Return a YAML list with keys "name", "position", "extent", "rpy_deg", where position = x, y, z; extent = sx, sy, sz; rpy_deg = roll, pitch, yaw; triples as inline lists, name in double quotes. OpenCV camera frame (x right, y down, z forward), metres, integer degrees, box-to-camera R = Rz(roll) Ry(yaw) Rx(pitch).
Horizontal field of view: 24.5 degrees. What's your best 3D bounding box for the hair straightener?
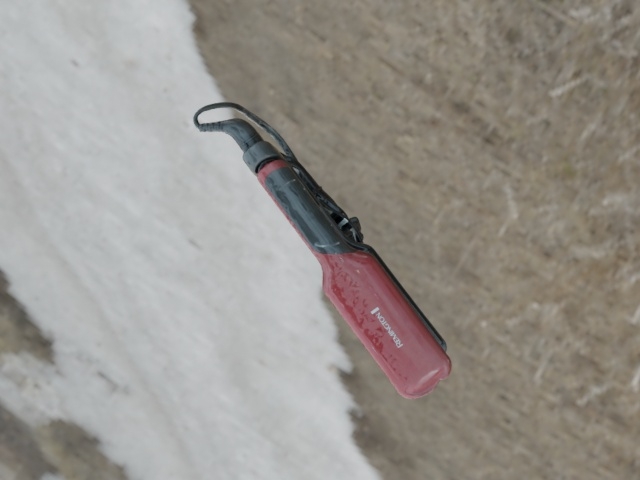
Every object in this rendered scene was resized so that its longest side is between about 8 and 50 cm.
- name: "hair straightener"
  position: [0.000, 0.000, 0.956]
  extent: [0.230, 0.047, 0.089]
  rpy_deg: [48, -172, -6]
